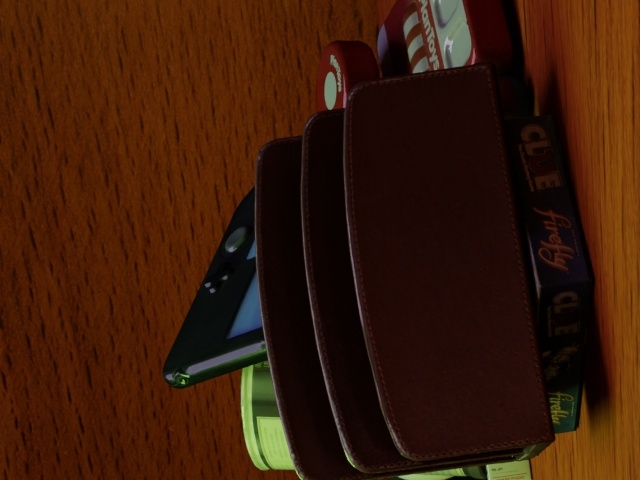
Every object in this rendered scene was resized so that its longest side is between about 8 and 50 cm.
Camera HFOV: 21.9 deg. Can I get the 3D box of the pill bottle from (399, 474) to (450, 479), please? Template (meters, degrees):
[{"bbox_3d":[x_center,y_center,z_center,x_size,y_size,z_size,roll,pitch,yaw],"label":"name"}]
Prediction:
[{"bbox_3d":[0.137,0.224,2.240,0.334,0.188,0.188,-105,7,-90],"label":"pill bottle"}]

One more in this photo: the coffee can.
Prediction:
[{"bbox_3d":[0.065,0.180,1.973,0.201,0.275,0.201,0,-90,-75],"label":"coffee can"}]

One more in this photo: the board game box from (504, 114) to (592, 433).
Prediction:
[{"bbox_3d":[0.184,0.034,1.378,0.243,0.042,0.165,82,180,-56],"label":"board game box"}]

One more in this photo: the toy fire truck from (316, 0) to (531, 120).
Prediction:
[{"bbox_3d":[0.116,-0.126,1.559,0.254,0.169,0.302,119,147,-58],"label":"toy fire truck"}]

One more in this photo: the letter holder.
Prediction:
[{"bbox_3d":[0.054,0.034,1.331,0.152,0.214,0.302,81,-179,-78],"label":"letter holder"}]

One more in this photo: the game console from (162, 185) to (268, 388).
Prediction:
[{"bbox_3d":[0.000,0.000,1.921,0.060,0.386,0.342,48,-135,-22],"label":"game console"}]

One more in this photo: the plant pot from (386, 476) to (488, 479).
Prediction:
[{"bbox_3d":[0.175,0.421,2.407,0.187,0.188,0.167,-97,11,-48],"label":"plant pot"}]

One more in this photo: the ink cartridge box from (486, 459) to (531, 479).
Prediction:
[{"bbox_3d":[0.210,0.248,1.859,0.028,0.048,0.083,50,-148,-88],"label":"ink cartridge box"}]
